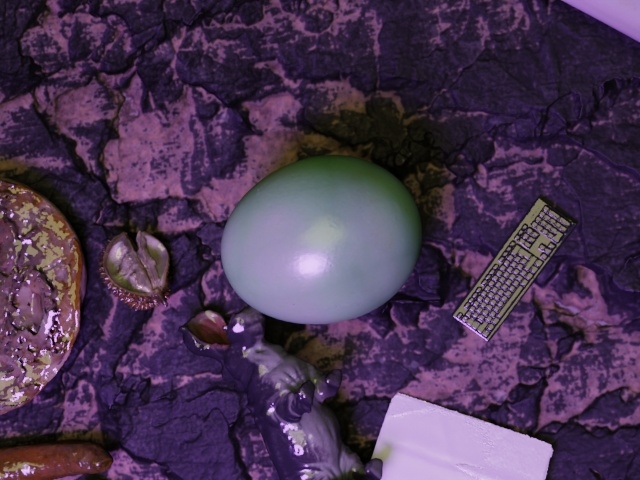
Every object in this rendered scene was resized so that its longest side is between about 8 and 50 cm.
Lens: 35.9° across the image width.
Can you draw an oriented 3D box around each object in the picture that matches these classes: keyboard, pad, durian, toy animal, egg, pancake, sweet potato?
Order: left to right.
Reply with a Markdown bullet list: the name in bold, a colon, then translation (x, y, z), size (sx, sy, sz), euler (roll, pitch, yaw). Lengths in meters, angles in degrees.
- **pancake**: translation (-0.532, 0.089, 1.471), size (0.383, 0.071, 0.382), euler (0, 88, 10)
- **sweet potato**: translation (-0.428, 0.330, 1.438), size (0.274, 0.075, 0.075), euler (-12, 84, 7)
- **durian**: translation (-0.259, 0.056, 1.420), size (0.111, 0.071, 0.140), euler (-24, 62, -29)
- **toy animal**: translation (-0.051, 0.210, 1.344), size (0.343, 0.106, 0.168), euler (55, 132, 12)
- **egg**: translation (0.000, 0.000, 1.302), size (0.270, 0.220, 0.220), euler (-11, 84, 19)
- **pad**: translation (0.183, 0.311, 1.329), size (0.232, 0.004, 0.156), euler (17, 73, 14)
- **keyboard**: translation (0.264, 0.040, 1.356), size (0.067, 0.011, 0.202), euler (37, 94, 10)

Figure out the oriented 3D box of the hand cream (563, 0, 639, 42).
- **hand cream**: translation (0.374, -0.377, 1.319), size (0.359, 0.118, 0.185), euler (38, 97, 17)

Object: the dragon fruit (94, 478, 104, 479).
- **dragon fruit**: translation (-0.337, 0.435, 1.387), size (0.150, 0.133, 0.207), euler (23, 58, -23)
